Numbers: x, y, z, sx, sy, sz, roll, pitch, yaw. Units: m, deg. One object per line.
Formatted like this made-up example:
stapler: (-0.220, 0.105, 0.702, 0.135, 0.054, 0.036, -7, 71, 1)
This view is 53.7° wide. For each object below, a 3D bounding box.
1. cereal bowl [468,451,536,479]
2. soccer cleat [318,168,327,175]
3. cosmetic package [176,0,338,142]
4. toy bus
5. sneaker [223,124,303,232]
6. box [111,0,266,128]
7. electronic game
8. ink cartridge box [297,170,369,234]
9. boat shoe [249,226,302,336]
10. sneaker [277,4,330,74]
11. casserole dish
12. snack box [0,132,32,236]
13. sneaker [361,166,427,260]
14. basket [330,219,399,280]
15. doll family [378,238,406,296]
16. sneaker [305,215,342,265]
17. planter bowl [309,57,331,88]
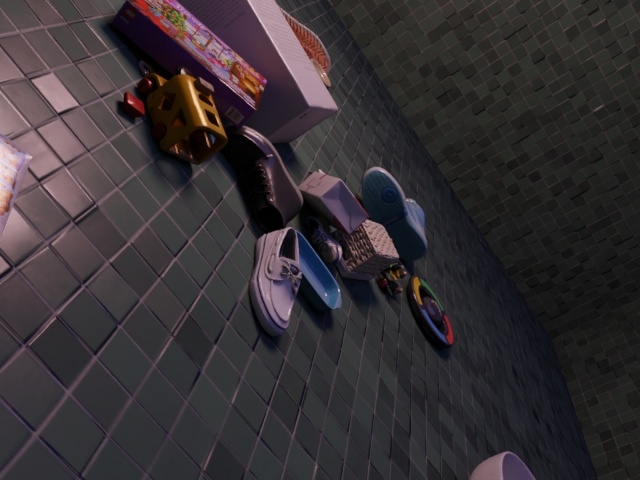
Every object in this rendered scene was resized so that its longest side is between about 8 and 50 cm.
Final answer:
cereal bowl: (0.393, 0.618, 1.290, 0.339, 0.141, 0.339, 47, 24, -28)
soccer cleat: (0.024, -0.156, 1.662, 0.083, 0.035, 0.029, 55, 21, -10)
cosmetic package: (-0.162, -0.459, 1.474, 0.453, 0.161, 0.230, 59, 20, 1)
toy bus: (-0.232, -0.234, 1.086, 0.202, 0.104, 0.191, 51, 22, -20)
sneaker: (-0.119, -0.121, 1.221, 0.222, 0.083, 0.118, 50, 27, -15)
box: (-0.240, -0.361, 1.225, 0.293, 0.057, 0.201, 39, 24, -19)
electronic game: (0.320, 0.204, 1.826, 0.229, 0.048, 0.229, 48, 23, -28)
ink cartridge box: (0.018, -0.090, 1.447, 0.115, 0.067, 0.198, 51, -8, -22)
boat shoe: (-0.071, 0.058, 1.092, 0.083, 0.076, 0.226, 41, 27, -39)
sneaker: (-0.084, -0.616, 1.911, 0.302, 0.108, 0.121, 44, 14, -11)
casserole dish: (-0.024, 0.064, 1.248, 0.188, 0.037, 0.114, 54, 21, -12)
snack box: (-0.357, -0.052, 0.667, 0.064, 0.022, 0.178, 42, 27, -36)
sneaker: (0.224, -0.109, 1.938, 0.319, 0.127, 0.208, 61, 20, -22)
basket: (0.102, 0.021, 1.501, 0.167, 0.103, 0.113, 12, 49, -62)
doll family: (0.169, 0.052, 1.667, 0.111, 0.076, 0.193, 20, 38, -53)
sneaker: (0.000, 0.000, 1.386, 0.058, 0.052, 0.135, 23, 32, -47)
planter bowl: (-0.039, -0.457, 1.828, 0.162, 0.109, 0.162, 47, 24, -29)
